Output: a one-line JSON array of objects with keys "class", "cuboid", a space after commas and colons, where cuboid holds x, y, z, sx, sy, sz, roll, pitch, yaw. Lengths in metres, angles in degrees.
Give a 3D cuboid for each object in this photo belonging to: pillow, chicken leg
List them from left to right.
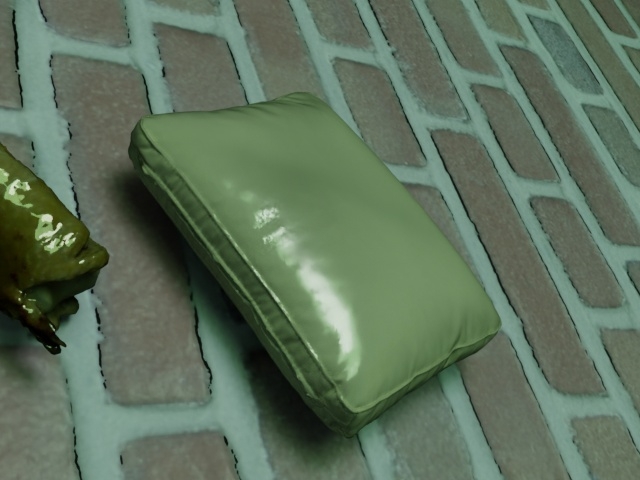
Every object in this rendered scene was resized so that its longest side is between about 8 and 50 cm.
[{"class": "chicken leg", "cuboid": [-0.298, -0.101, 0.621, 0.153, 0.201, 0.429, -38, 86, -22]}, {"class": "pillow", "cuboid": [0.000, 0.000, 0.761, 0.255, 0.120, 0.322, -22, 67, -47]}]
